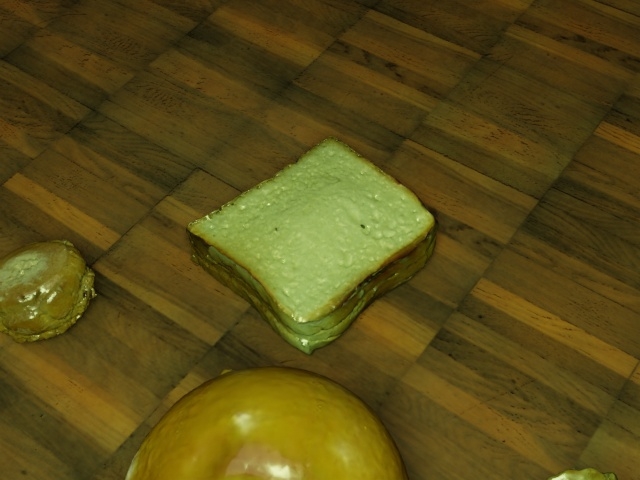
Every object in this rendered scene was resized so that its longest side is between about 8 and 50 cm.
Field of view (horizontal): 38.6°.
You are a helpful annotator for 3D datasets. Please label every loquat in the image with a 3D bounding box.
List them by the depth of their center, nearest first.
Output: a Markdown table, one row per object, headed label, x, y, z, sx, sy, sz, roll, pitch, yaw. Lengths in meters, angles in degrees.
| label | x | y | z | sx | sy | sz | roll | pitch | yaw |
| --- | --- | --- | --- | --- | --- | --- | --- | --- | --- |
| loquat | -0.058 | 0.298 | 0.990 | 0.329 | 0.328 | 0.328 | -2 | 52 | 3 |

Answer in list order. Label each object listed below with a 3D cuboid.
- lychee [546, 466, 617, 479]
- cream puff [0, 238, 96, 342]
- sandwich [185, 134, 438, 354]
| label | x | y | z | sx | sy | sz | roll | pitch | yaw |
| --- | --- | --- | --- | --- | --- | --- | --- | --- | --- |
| lychee | 0.353 | 0.399 | 0.915 | 0.270 | 0.270 | 0.319 | 1 | 83 | 5 |
| cream puff | -0.400 | 0.077 | 1.309 | 0.165 | 0.115 | 0.150 | -7 | 44 | 10 |
| sandwich | 0.000 | 0.000 | 1.353 | 0.301 | 0.099 | 0.271 | -36 | 62 | -25 |
